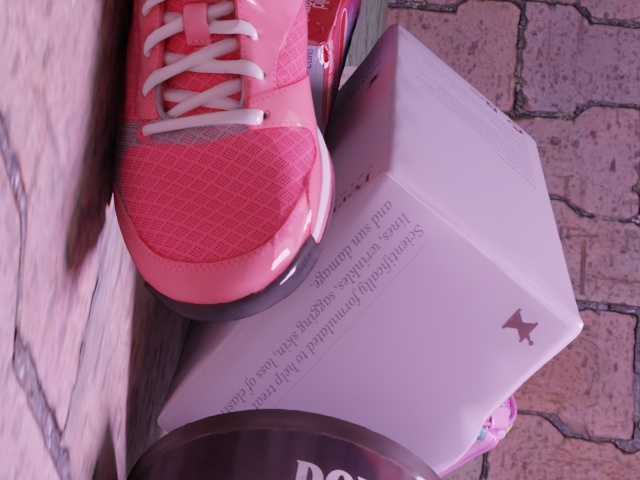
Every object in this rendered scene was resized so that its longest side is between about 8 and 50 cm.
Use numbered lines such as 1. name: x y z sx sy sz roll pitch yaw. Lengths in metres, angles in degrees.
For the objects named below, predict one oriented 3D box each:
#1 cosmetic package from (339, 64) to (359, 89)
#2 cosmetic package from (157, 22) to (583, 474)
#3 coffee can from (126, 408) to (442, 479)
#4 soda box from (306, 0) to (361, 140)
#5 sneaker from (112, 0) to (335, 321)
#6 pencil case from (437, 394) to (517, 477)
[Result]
1. cosmetic package: 0.000 0.000 1.570 0.160 0.113 0.309 87 10 -64
2. cosmetic package: 0.036 0.015 1.096 0.217 0.156 0.385 -48 -171 15
3. coffee can: -0.032 0.254 0.843 0.275 0.201 0.201 -80 173 -49
4. soda box: -0.025 -0.154 1.152 0.263 0.092 0.083 -76 173 -61
5. sneaker: -0.061 -0.111 0.814 0.136 0.116 0.314 70 17 -57
6. pencil case: 0.048 0.208 1.494 0.284 0.124 0.124 -45 -166 23
